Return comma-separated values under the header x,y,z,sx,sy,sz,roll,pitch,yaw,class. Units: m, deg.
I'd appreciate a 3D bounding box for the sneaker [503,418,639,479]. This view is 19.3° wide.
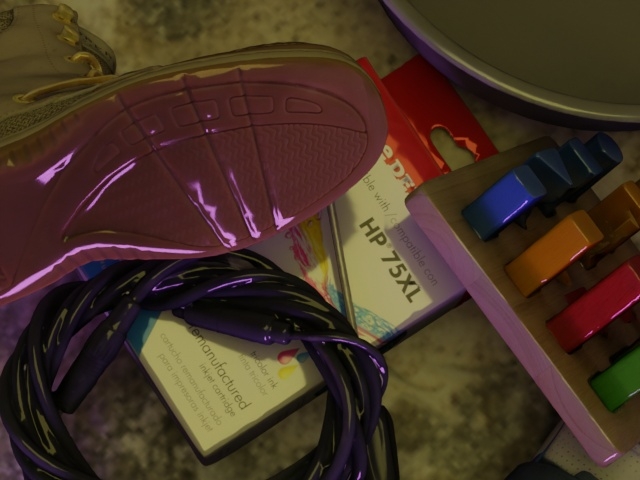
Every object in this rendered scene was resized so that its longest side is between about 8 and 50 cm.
x,y,z,sx,sy,sz,roll,pitch,yaw,class
0.069,0.182,0.946,0.322,0.130,0.236,8,53,18,sneaker

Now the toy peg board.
x,y,z,sx,sy,sz,roll,pitch,yaw,class
0.149,0.007,0.942,0.079,0.161,0.161,-41,80,30,toy peg board

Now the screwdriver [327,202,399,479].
x,y,z,sx,sy,sz,roll,pitch,yaw,class
0.017,0.049,0.924,0.024,0.025,0.170,-9,91,-9,screwdriver

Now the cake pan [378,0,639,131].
x,y,z,sx,sy,sz,roll,pitch,yaw,class
0.146,-0.180,1.011,0.293,0.054,0.293,3,63,-7,cake pan

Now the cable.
x,y,z,sx,sy,sz,roll,pitch,yaw,class
-0.059,0.076,0.909,0.184,0.047,0.151,-17,77,2,cable

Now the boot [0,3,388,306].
x,y,z,sx,sy,sz,roll,pitch,yaw,class
-0.100,-0.062,0.925,0.262,0.203,0.095,-20,116,7,boot

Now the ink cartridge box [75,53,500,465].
x,y,z,sx,sy,sz,roll,pitch,yaw,class
0.000,0.000,0.986,0.231,0.078,0.134,-33,82,-9,ink cartridge box
